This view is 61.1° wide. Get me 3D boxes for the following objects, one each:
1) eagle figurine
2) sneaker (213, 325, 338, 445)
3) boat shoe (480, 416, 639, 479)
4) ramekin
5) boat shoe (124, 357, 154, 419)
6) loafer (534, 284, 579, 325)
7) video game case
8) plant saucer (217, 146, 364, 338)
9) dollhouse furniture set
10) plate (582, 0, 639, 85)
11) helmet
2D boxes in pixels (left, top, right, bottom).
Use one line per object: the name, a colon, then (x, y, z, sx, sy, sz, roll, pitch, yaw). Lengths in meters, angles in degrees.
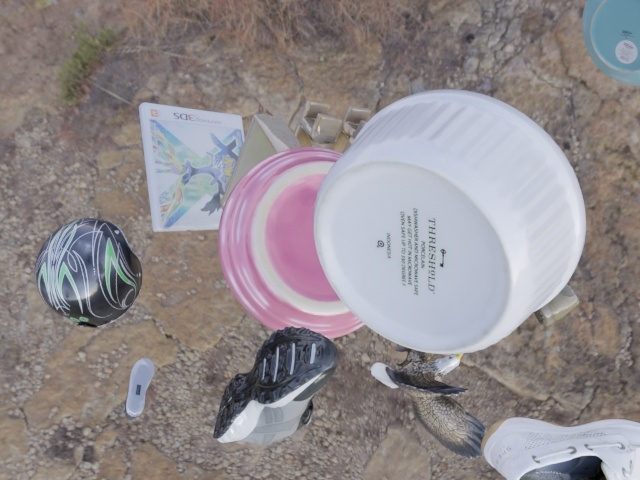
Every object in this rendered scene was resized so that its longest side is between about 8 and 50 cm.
eagle figurine: (0.255, 0.340, 1.270, 0.226, 0.225, 0.298, 12, 29, -8)
sneaker: (-0.047, 0.201, 0.723, 0.108, 0.271, 0.100, 23, 46, -19)
boat shoe: (0.352, 0.298, 0.706, 0.277, 0.098, 0.096, 5, 22, -11)
ramekin: (0.113, -0.007, 0.559, 0.273, 0.273, 0.127, 32, 43, 20)
boat shoe: (-0.404, 0.326, 1.195, 0.049, 0.040, 0.142, 23, 38, -21)
loafer: (0.268, 0.041, 0.660, 0.050, 0.056, 0.148, -15, 41, 11)
video game case: (-0.320, -0.190, 1.449, 0.036, 0.300, 0.329, -13, 83, 47)
plant saucer: (0.000, 0.000, 0.906, 0.332, 0.084, 0.332, 2, 83, -18)
dollhouse furniture set: (0.006, -0.123, 1.265, 0.394, 0.256, 0.362, -2, 45, -36)
plate: (0.493, -0.332, 0.865, 0.024, 0.188, 0.188, -31, 64, -17)
helmet: (-0.398, 0.050, 0.925, 0.169, 0.161, 0.169, -7, 46, 8)
